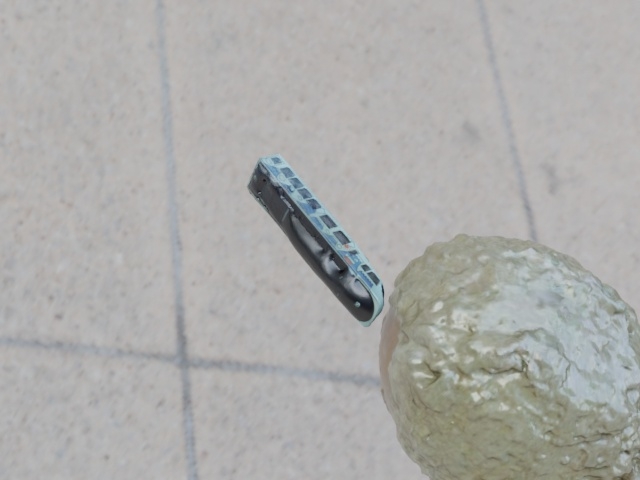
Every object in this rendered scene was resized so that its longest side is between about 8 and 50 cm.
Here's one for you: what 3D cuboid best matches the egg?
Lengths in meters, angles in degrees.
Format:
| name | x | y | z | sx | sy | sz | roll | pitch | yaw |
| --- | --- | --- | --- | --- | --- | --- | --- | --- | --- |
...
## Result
| name | x | y | z | sx | sy | sz | roll | pitch | yaw |
| --- | --- | --- | --- | --- | --- | --- | --- | --- | --- |
| egg | 0.191 | 0.134 | 1.449 | 0.310 | 0.279 | 0.279 | 43 | 46 | -11 |

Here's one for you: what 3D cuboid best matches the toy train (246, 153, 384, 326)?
| name | x | y | z | sx | sy | sz | roll | pitch | yaw |
| --- | --- | --- | --- | --- | --- | --- | --- | --- | --- |
| toy train | 0.000 | 0.000 | 1.451 | 0.047 | 0.043 | 0.207 | -15 | 56 | -40 |
